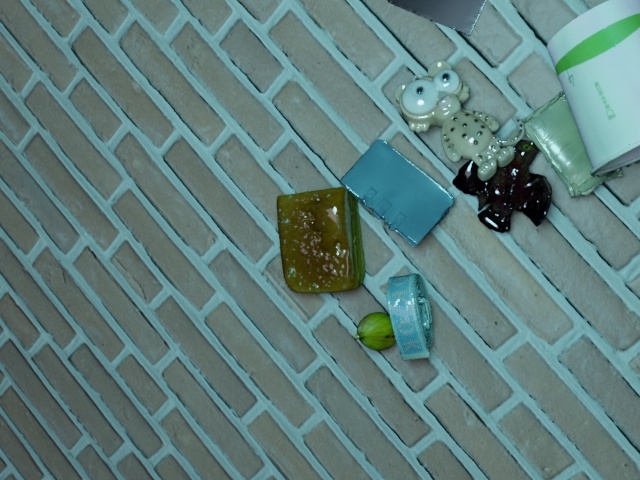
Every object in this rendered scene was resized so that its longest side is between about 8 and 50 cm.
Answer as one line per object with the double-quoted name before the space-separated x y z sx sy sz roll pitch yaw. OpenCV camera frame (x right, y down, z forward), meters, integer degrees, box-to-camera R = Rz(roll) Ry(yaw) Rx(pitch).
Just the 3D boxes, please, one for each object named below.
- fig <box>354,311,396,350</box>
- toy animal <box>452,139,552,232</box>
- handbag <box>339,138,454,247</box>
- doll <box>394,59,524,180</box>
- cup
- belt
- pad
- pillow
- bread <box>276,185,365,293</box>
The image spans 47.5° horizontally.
"fig" 0.109 0.193 1.615 0.093 0.166 0.093 -15 63 32
"toy animal" 0.390 -0.119 1.504 0.218 0.116 0.179 28 77 33
"handbag" 0.163 -0.102 1.562 0.221 0.057 0.144 42 74 10
"doll" 0.279 -0.247 1.483 0.154 0.119 0.278 -46 69 -3
"cup" 0.559 -0.285 1.333 0.253 0.253 0.274 -28 79 23
"belt" 0.199 0.155 1.582 0.082 0.147 0.163 -9 123 20
"pad" 0.286 -0.601 1.504 0.202 0.005 0.300 28 107 16
"pillow" 0.500 -0.187 1.449 0.119 0.053 0.208 -32 85 -5
"bread" 0.000 0.000 1.650 0.184 0.110 0.234 -5 97 23
